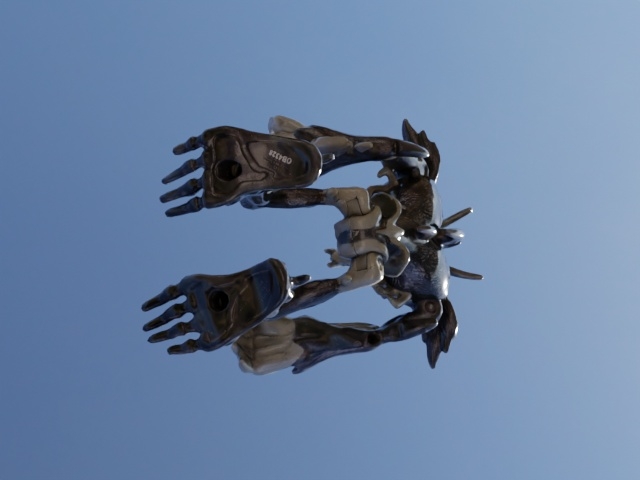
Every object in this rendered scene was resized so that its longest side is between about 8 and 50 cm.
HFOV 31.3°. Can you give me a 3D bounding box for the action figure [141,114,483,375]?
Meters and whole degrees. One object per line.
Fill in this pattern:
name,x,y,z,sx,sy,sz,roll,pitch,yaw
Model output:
action figure,0.000,0.000,0.686,0.141,0.164,0.275,-3,175,28
